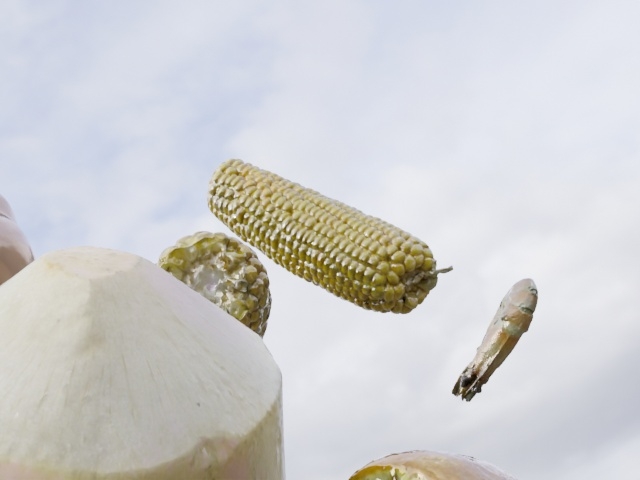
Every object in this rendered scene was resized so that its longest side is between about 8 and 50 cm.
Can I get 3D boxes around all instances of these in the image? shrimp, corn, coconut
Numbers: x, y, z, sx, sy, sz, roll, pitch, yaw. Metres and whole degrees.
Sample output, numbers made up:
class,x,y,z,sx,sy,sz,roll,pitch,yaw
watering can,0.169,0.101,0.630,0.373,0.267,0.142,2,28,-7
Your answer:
class,x,y,z,sx,sy,sz,roll,pitch,yaw
shrimp,0.219,0.124,1.739,0.180,0.041,0.099,-60,15,5
corn,0.000,0.000,1.524,0.101,0.310,0.101,-42,-35,-39
corn,-0.126,0.089,1.429,0.144,0.144,0.387,-22,-15,-11
coconut,-0.122,0.118,0.760,0.197,0.237,0.237,11,-7,25

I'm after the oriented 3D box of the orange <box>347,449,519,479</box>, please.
class,x,y,z,sx,sy,sz,roll,pitch,yaw
orange,0.075,0.181,0.746,0.160,0.112,0.170,14,-42,14

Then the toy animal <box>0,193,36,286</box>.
class,x,y,z,sx,sy,sz,roll,pitch,yaw
toy animal,-0.348,0.013,1.183,0.166,0.250,0.154,-41,-36,-33
